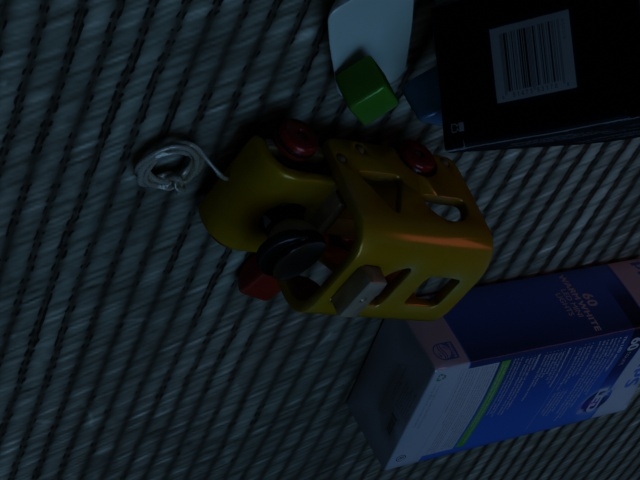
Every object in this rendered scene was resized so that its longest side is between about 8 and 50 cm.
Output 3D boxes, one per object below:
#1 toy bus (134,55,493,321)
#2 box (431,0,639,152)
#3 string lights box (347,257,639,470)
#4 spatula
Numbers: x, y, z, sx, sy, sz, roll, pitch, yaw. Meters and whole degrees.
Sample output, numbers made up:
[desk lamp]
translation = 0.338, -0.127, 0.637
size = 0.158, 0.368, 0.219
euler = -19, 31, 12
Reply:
[toy bus]
translation = 0.012, -0.003, 0.883
size = 0.202, 0.104, 0.191
euler = -24, 148, -2
[box]
translation = 0.176, -0.108, 0.821
size = 0.158, 0.093, 0.156
euler = -5, 180, -40
[string lights box]
translation = 0.165, 0.101, 1.167
size = 0.260, 0.076, 0.133
euler = -8, 140, -30
[spatula]
translation = 0.074, -0.192, 0.788
size = 0.168, 0.019, 0.242
euler = -22, 144, -12
